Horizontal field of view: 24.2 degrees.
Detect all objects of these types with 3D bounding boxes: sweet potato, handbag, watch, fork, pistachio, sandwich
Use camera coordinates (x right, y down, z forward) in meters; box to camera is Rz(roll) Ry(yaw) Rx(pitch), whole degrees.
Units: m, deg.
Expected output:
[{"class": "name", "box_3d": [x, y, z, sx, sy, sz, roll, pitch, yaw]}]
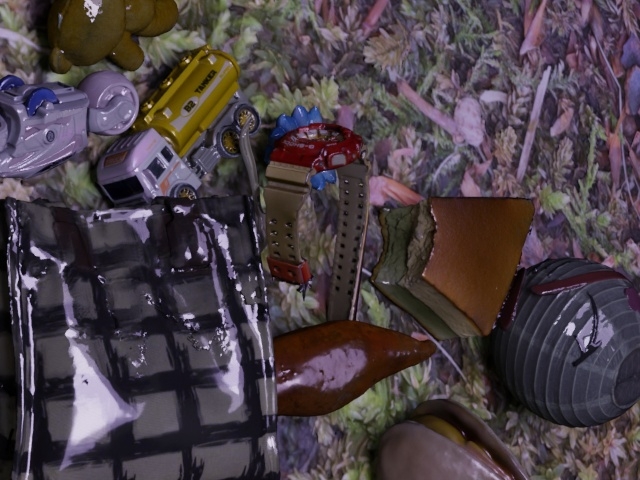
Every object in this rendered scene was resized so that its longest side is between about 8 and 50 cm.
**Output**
[{"class": "sweet potato", "box_3d": [-0.020, 0.159, 1.783, 0.359, 0.112, 0.112, -11, 90, -24]}, {"class": "handbag", "box_3d": [-0.205, 0.114, 1.547, 0.325, 0.162, 0.327, -3, 90, -33]}, {"class": "watch", "box_3d": [-0.003, -0.006, 1.791, 0.165, 0.102, 0.268, -17, 115, -54]}, {"class": "fork", "box_3d": [-0.073, -0.062, 1.747, 0.034, 0.028, 0.219, -47, 149, -35]}, {"class": "pistachio", "box_3d": [0.187, 0.339, 1.878, 0.166, 0.197, 0.288, -38, 96, -44]}, {"class": "sandwich", "box_3d": [0.174, -0.004, 1.991, 0.186, 0.108, 0.220, 42, 59, -30]}]

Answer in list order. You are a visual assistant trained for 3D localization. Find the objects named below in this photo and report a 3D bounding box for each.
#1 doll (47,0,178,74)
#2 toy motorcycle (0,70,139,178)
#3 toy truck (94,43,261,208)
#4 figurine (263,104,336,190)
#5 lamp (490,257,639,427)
[{"class": "doll", "box_3d": [-0.239, -0.263, 1.695, 0.209, 0.097, 0.137, -27, 133, -58]}, {"class": "toy motorcycle", "box_3d": [-0.304, -0.120, 1.597, 0.254, 0.112, 0.113, -15, 92, -42]}, {"class": "toy truck", "box_3d": [-0.165, -0.118, 1.713, 0.114, 0.098, 0.227, 52, 51, -23]}, {"class": "figurine", "box_3d": [-0.029, -0.112, 1.846, 0.114, 0.079, 0.114, 4, 84, -46]}, {"class": "lamp", "box_3d": [0.340, 0.135, 2.043, 0.265, 0.233, 0.233, 13, 73, -53]}]
